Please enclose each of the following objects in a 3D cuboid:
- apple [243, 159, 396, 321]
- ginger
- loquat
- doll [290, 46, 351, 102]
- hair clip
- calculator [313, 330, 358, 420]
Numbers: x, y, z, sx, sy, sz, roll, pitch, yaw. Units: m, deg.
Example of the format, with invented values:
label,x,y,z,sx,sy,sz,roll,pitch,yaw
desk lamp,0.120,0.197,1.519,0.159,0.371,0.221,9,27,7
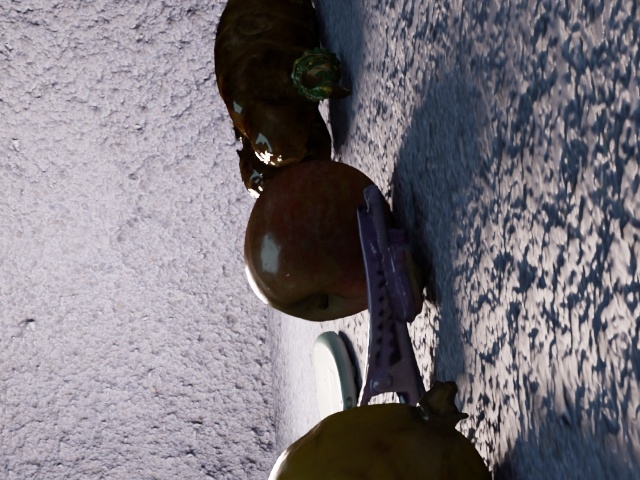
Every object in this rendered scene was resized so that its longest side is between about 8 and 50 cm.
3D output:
label,x,y,z,sx,sy,sz,roll,pitch,yaw
apple,0.000,0.000,1.362,0.188,0.188,0.174,98,170,-61
ginger,-0.075,-0.233,1.820,0.254,0.176,0.418,86,175,-55
loquat,0.062,0.234,1.015,0.213,0.213,0.246,-115,48,-69
doll,-0.005,-0.218,1.619,0.113,0.078,0.077,-93,28,-55
hair clip,0.079,0.079,1.248,0.137,0.090,0.279,-53,-33,-82
calculator,0.023,0.247,1.919,0.295,0.042,0.184,-163,68,-81
